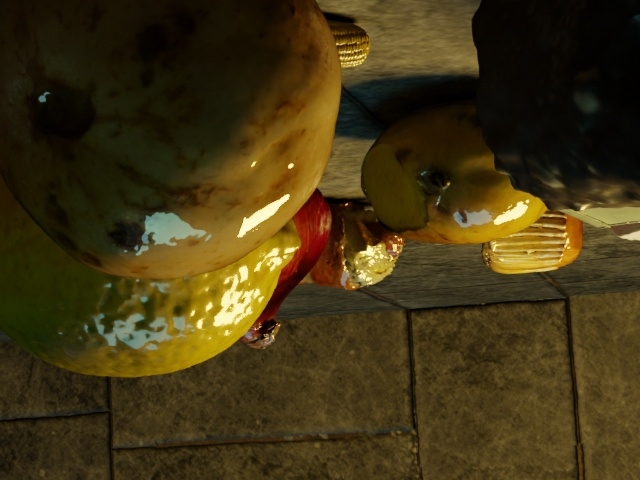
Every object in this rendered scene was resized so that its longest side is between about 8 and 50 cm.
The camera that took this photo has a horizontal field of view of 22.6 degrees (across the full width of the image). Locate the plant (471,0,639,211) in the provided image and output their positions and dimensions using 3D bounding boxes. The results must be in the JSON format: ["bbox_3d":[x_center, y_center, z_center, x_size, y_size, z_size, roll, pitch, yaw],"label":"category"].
[{"bbox_3d":[0.235,-0.110,0.942,0.199,0.188,0.276,3,170,-43],"label":"plant"}]

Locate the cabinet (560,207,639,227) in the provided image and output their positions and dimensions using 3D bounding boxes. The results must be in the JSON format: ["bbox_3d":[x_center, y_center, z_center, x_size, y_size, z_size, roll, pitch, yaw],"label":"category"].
[{"bbox_3d":[0.282,-0.100,1.184,0.206,0.145,0.150,-7,170,24],"label":"cabinet"}]

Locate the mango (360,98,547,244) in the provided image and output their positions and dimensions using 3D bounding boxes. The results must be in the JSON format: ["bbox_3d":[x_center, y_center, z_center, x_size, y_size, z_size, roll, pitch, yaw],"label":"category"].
[{"bbox_3d":[0.123,-0.060,1.471,0.167,0.130,0.262,-6,179,-20],"label":"mango"}]

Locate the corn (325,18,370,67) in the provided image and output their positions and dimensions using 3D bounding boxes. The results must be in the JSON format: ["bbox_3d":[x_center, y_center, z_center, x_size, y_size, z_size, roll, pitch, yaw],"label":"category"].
[{"bbox_3d":[-0.003,-0.144,1.150,0.092,0.037,0.037,1,171,-42],"label":"corn"}]

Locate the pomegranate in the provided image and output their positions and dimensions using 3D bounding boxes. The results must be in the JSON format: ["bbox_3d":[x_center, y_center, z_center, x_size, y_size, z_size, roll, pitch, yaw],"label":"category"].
[{"bbox_3d":[-0.091,-0.088,0.941,0.215,0.215,0.215,-3,172,0],"label":"pomegranate"}]

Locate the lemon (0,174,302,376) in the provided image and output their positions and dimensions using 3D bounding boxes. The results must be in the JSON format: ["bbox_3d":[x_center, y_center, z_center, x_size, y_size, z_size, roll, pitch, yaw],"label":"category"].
[{"bbox_3d":[-0.154,-0.015,1.243,0.267,0.267,0.267,-3,172,0],"label":"lemon"}]

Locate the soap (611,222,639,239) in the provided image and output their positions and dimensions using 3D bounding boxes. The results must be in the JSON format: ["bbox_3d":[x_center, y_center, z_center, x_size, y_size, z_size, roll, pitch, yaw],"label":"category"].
[{"bbox_3d":[0.430,-0.059,1.627,0.208,0.115,0.347,-11,168,42],"label":"soap"}]

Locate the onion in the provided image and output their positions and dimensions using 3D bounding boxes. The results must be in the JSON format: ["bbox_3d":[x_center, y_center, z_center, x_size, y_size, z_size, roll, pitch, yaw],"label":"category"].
[{"bbox_3d":[-0.109,0.032,1.783,0.272,0.195,0.272,-14,180,0],"label":"onion"}]

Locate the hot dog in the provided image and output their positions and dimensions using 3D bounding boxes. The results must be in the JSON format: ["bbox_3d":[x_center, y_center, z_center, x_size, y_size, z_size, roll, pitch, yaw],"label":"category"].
[{"bbox_3d":[0.000,0.000,1.945,0.213,0.103,0.146,0,-162,15],"label":"hot dog"}]

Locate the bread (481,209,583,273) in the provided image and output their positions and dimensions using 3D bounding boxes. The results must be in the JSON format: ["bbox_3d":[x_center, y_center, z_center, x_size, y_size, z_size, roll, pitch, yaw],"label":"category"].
[{"bbox_3d":[0.217,-0.034,1.654,0.114,0.132,0.190,-3,176,2],"label":"bread"}]
